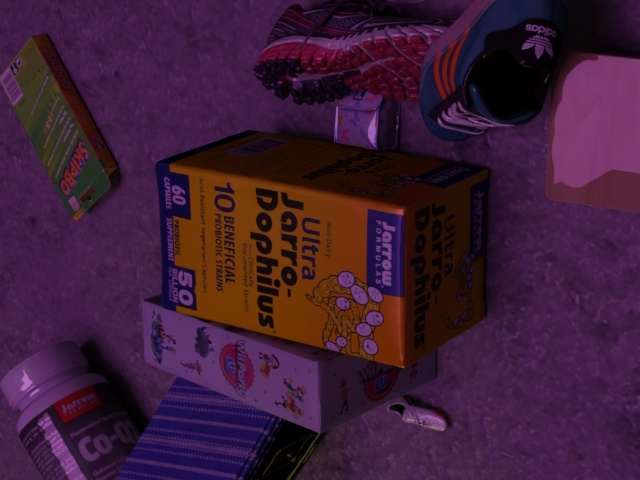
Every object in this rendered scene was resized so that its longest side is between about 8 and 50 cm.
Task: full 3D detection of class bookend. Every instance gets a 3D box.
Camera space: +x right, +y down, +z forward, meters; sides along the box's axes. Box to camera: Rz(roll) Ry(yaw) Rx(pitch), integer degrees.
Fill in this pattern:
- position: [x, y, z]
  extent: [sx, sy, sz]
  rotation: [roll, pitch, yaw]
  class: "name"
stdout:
- position: [-0.092, 0.303, 2.013]
  extent: [0.072, 0.156, 0.157]
  rotation: [47, 130, 20]
  class: "bookend"

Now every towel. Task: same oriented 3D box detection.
- position: [-0.155, 0.275, 1.978]
  extent: [0.243, 0.336, 0.040]
  rotation: [-1, 139, 44]
  class: "towel"

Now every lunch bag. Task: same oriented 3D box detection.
- position: [0.055, -0.155, 1.790]
  extent: [0.071, 0.053, 0.083]
  rotation: [14, 103, 38]
  class: "lunch bag"

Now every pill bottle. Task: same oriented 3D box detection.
- position: [-0.365, 0.306, 2.267]
  extent: [0.283, 0.161, 0.161]
  rotation: [57, 134, 13]
  class: "pill bottle"

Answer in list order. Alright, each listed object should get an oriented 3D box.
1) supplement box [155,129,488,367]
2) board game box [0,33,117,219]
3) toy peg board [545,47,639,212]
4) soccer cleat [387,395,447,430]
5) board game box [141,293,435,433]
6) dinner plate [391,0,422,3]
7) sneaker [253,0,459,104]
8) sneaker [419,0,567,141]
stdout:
- position: [0.000, 0.000, 1.766]
  extent: [0.356, 0.195, 0.194]
  rotation: [11, 112, 33]
  class: "supplement box"
- position: [-0.392, -0.168, 2.219]
  extent: [0.124, 0.039, 0.259]
  rotation: [-38, 75, 44]
  class: "board game box"
- position: [0.327, -0.119, 1.543]
  extent: [0.160, 0.079, 0.161]
  rotation: [9, 111, 25]
  class: "toy peg board"
- position: [0.122, 0.221, 1.867]
  extent: [0.083, 0.035, 0.029]
  rotation: [26, 120, 35]
  class: "soccer cleat"
- position: [-0.041, 0.125, 1.855]
  extent: [0.303, 0.224, 0.097]
  rotation: [15, 113, 40]
  class: "board game box"
- position: [0.087, -0.334, 1.687]
  extent: [0.141, 0.017, 0.141]
  rotation: [13, 127, 18]
  class: "dinner plate"
- position: [0.058, -0.236, 1.724]
  extent: [0.299, 0.121, 0.112]
  rotation: [3, 62, 32]
  class: "sneaker"
- position: [0.172, -0.164, 1.566]
  extent: [0.302, 0.108, 0.121]
  rotation: [120, 159, -63]
  class: "sneaker"
